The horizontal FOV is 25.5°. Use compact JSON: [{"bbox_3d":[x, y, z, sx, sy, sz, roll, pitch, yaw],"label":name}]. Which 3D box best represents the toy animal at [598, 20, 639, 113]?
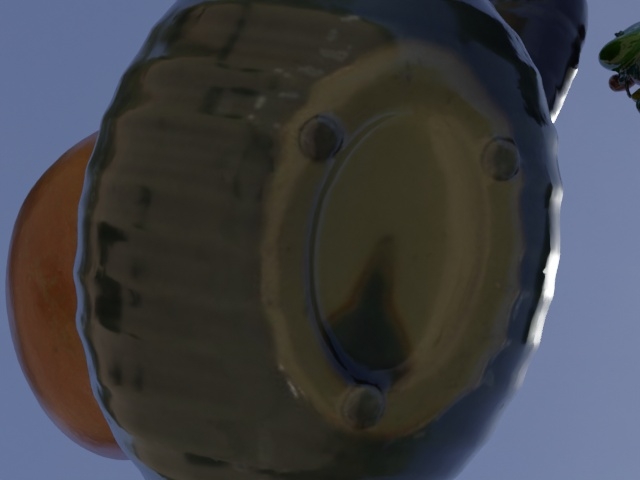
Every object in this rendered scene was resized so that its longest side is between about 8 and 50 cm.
[{"bbox_3d":[0.329,-0.103,1.278,0.100,0.103,0.208,-25,-85,42],"label":"toy animal"}]

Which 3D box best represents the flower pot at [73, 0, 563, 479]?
[{"bbox_3d":[0.000,0.000,0.558,0.157,0.189,0.243,-175,-87,-70],"label":"flower pot"}]

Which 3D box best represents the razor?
[{"bbox_3d":[0.119,-0.080,1.237,0.113,0.349,0.204,35,-32,-7],"label":"razor"}]

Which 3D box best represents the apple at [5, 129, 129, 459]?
[{"bbox_3d":[-0.105,0.027,0.988,0.253,0.253,0.253,9,-78,47],"label":"apple"}]
